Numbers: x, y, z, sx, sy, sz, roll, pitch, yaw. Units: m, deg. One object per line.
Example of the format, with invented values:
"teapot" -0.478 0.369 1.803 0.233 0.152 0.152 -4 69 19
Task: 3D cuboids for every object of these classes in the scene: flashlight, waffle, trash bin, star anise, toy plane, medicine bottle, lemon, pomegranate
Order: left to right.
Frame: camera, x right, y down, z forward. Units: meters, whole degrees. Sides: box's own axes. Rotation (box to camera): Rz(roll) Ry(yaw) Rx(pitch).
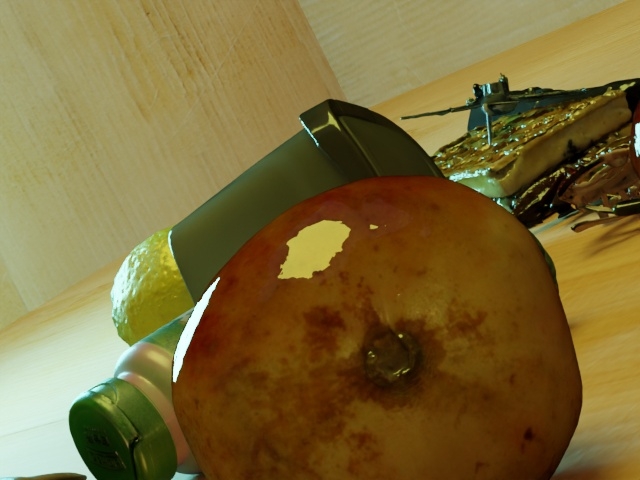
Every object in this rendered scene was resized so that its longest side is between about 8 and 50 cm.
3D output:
"lemon" -0.145 0.064 1.957 0.193 0.181 0.180 -1 21 34
"medicine bottle" -0.095 0.125 1.551 0.274 0.133 0.133 -34 10 -35
"trash bin" 0.000 0.000 1.757 0.250 0.219 0.220 -32 -17 21
"pomegranate" 0.038 0.083 1.070 0.252 0.229 0.270 -35 -4 1
"toy plane" 0.213 -0.165 2.041 0.226 0.058 0.226 -8 14 15
"waffle" 0.222 -0.085 2.027 0.213 0.091 0.308 -30 8 -23
"flashlight" 0.311 -0.159 2.189 0.103 0.103 0.424 -29 9 -16
"star anise" 0.304 -0.071 1.799 0.212 0.053 0.157 -29 7 -25

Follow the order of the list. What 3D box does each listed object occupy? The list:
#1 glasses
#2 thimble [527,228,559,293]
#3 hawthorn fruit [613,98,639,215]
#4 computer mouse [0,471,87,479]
"glasses" 0.343 -0.065 1.596 0.255 0.095 0.162 -34 -16 38
"thimble" 0.122 0.047 1.383 0.135 0.118 0.090 -32 8 -32
"hawthorn fruit" 0.333 -0.085 1.252 0.261 0.224 0.224 -40 1 27
"computer mouse" -0.299 0.258 1.440 0.199 0.115 0.389 -22 9 12
